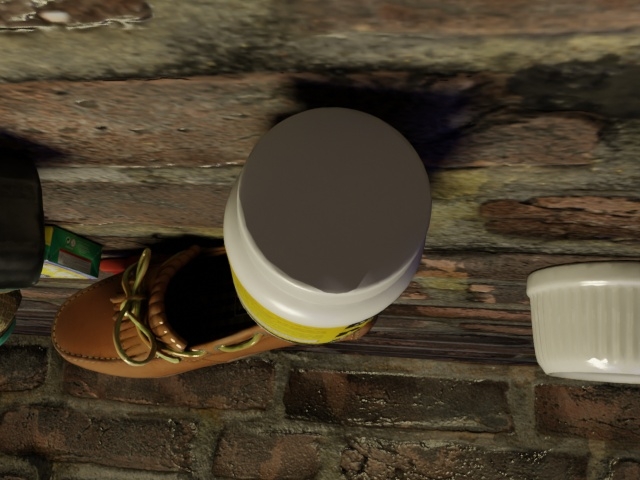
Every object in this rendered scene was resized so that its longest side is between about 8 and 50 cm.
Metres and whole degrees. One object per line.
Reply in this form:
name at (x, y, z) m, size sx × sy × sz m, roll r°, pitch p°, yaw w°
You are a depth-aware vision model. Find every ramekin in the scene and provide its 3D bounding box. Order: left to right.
ramekin at (0.326, 0.094, 0.844) m, size 0.207 × 0.108 × 0.207 m, roll 4°, pitch 167°, yaw 1°

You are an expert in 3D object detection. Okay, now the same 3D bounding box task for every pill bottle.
pill bottle at (0.000, 0.000, 0.494) m, size 0.119 × 0.119 × 0.208 m, roll 5°, pitch 168°, yaw -3°

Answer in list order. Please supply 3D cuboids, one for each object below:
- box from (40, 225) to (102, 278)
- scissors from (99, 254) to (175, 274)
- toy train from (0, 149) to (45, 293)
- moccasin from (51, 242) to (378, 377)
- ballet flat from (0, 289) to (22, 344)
box at (-0.346, 0.013, 0.865) m, size 0.179 × 0.043 × 0.105 m, roll 3°, pitch 167°, yaw 16°
scissors at (-0.272, 0.029, 0.980) m, size 0.297 × 0.021 × 0.109 m, roll 4°, pitch 170°, yaw 9°
toy train at (-0.342, -0.011, 0.492) m, size 0.190 × 0.142 × 0.334 m, roll -11°, pitch 170°, yaw 35°
moccasin at (-0.132, 0.069, 0.810) m, size 0.380 × 0.139 × 0.147 m, roll -5°, pitch 159°, yaw 28°
ballet flat at (-0.516, 0.040, 0.801) m, size 0.483 × 0.164 × 0.182 m, roll -6°, pitch 121°, yaw 27°
